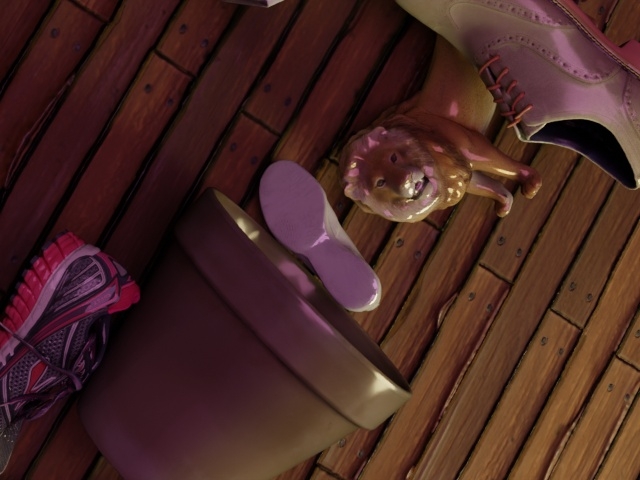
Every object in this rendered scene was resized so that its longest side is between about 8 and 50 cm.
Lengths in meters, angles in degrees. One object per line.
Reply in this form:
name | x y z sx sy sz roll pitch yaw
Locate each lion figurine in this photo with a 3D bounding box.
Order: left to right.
lion figurine | 0.177 -0.182 1.761 0.240 0.142 0.392 25 69 -14

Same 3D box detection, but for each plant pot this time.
plant pot | -0.105 0.150 1.582 0.280 0.323 0.323 -45 108 3

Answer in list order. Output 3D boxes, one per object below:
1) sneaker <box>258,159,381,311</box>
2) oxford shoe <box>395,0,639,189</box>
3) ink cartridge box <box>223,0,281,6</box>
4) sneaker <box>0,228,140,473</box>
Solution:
sneaker | 0.000 0.000 1.716 0.080 0.094 0.212 -35 79 5
oxford shoe | 0.241 -0.203 1.641 0.397 0.140 0.146 28 72 -2
ink cartridge box | 0.027 -0.472 1.631 0.395 0.166 0.285 -28 113 -18
sneaker | -0.304 0.140 1.527 0.112 0.121 0.299 31 108 3
